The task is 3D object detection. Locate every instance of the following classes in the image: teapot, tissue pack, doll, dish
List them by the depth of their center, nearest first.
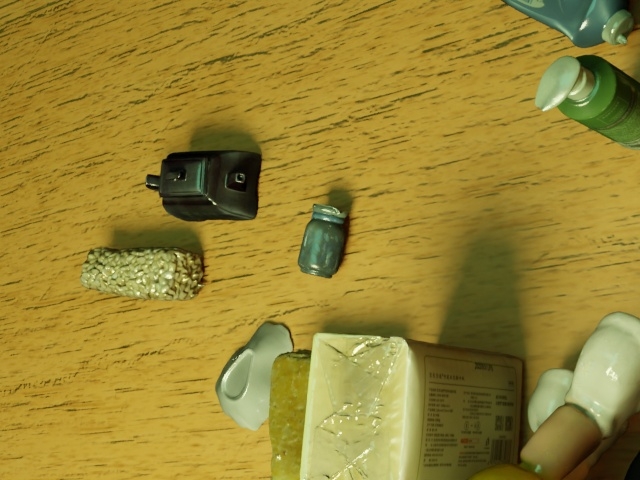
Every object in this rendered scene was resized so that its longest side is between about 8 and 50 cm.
[{"bbox_3d":[0.162,0.253,0.895,0.161,0.423,0.348,24,126,23],"label":"doll"},{"bbox_3d":[0.094,0.177,1.044,0.125,0.234,0.159,1,83,37],"label":"tissue pack"},{"bbox_3d":[0.004,0.001,1.256,0.049,0.063,0.083,14,88,4],"label":"teapot"},{"bbox_3d":[-0.087,0.159,1.293,0.091,0.039,0.137,38,106,33],"label":"dish"},{"bbox_3d":[-0.152,-0.073,1.341,0.177,0.096,0.087,1,83,36],"label":"teapot"}]

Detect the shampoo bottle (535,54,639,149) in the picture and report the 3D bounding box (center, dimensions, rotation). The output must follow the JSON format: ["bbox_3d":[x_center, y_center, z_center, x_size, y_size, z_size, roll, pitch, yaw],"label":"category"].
[{"bbox_3d":[0.260,-0.128,0.992,0.065,0.204,0.065,-6,80,35],"label":"shampoo bottle"}]

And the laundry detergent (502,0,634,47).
[{"bbox_3d":[0.246,-0.266,1.112,0.206,0.061,0.097,46,105,31],"label":"laundry detergent"}]

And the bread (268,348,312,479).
[{"bbox_3d":[0.013,0.216,1.177,0.138,0.102,0.196,4,86,38],"label":"bread"}]

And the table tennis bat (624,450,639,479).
[{"bbox_3d":[0.318,0.252,0.930,0.150,0.027,0.236,27,64,36],"label":"table tennis bat"}]

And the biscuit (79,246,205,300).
[{"bbox_3d":[-0.231,0.042,1.387,0.168,0.082,0.070,1,81,36],"label":"biscuit"}]
